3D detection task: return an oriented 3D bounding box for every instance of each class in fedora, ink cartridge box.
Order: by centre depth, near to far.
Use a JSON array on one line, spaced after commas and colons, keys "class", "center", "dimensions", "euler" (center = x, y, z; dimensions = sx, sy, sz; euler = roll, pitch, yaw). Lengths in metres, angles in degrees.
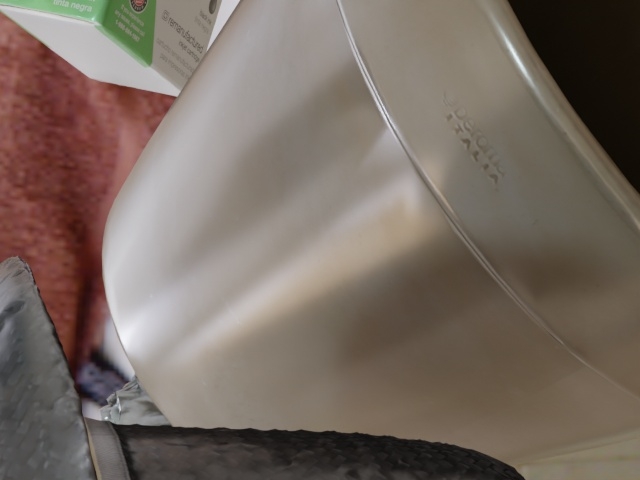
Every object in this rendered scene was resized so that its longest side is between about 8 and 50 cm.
[{"class": "fedora", "center": [-0.008, 0.155, 0.461], "dimensions": [0.334, 0.152, 0.334], "euler": [172, 90, -79]}, {"class": "ink cartridge box", "center": [-0.168, -0.307, 1.583], "dimensions": [0.121, 0.211, 0.289], "euler": [13, 81, 22]}]

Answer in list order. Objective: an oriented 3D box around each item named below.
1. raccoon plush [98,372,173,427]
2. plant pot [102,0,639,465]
[{"class": "raccoon plush", "center": [0.000, 0.000, 1.091], "dimensions": [0.446, 0.299, 0.216], "euler": [-41, 76, -9]}, {"class": "plant pot", "center": [0.060, -0.022, 0.756], "dimensions": [0.280, 0.323, 0.323], "euler": [-36, 64, 32]}]
